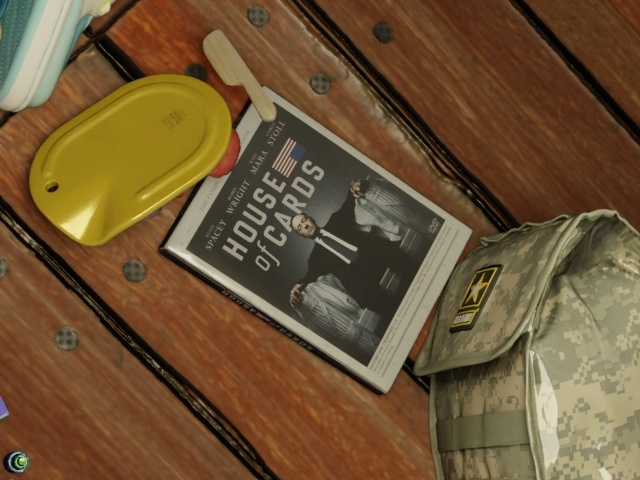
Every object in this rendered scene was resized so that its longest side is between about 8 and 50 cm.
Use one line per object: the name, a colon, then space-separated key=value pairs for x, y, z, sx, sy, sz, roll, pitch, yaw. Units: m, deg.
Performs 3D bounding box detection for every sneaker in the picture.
sneaker: x=-0.153 y=-0.238 z=1.348 sx=0.208 sy=0.127 sz=0.319 roll=19 pitch=92 yaw=-35

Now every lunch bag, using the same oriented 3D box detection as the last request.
lunch bag: x=0.189 y=0.123 z=1.350 sx=0.169 sy=0.235 sz=0.287 roll=-5 pitch=83 yaw=-19

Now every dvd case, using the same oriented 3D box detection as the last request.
dvd case: x=0.000 y=0.000 z=1.412 sx=0.239 sy=0.029 sz=0.179 roll=34 pitch=70 yaw=-13

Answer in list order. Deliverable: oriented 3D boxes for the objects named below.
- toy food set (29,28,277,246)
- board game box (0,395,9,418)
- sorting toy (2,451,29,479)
toy food set: x=-0.136 y=-0.068 z=1.339 sx=0.218 sy=0.071 sz=0.128 roll=-34 pitch=57 yaw=-13
board game box: x=-0.412 y=0.101 z=1.137 sx=0.317 sy=0.046 sz=0.213 roll=-26 pitch=89 yaw=-30
sorting toy: x=-0.259 y=0.191 z=1.271 sx=0.061 sy=0.042 sz=0.102 roll=-42 pitch=97 yaw=-22
